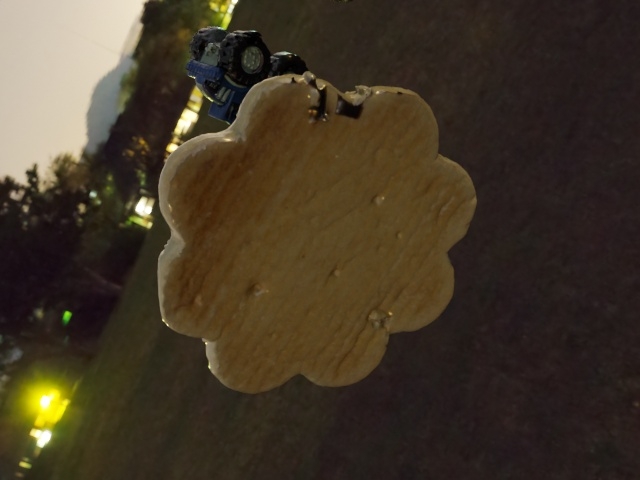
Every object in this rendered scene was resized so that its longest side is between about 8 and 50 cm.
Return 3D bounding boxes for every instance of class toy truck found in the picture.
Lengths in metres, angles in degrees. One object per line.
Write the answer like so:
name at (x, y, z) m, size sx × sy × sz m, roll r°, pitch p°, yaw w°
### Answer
toy truck at (-0.088, -0.215, 1.053) m, size 0.113 × 0.208 × 0.126 m, roll 25°, pitch 96°, yaw 47°

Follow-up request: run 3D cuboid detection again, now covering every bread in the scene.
bread at (0.000, 0.000, 0.652) m, size 0.316 × 0.316 × 0.054 m, roll -62°, pitch 33°, yaw 12°

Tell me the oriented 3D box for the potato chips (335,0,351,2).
potato chips at (0.084, -0.572, 1.166) m, size 0.389 × 0.097 × 0.373 m, roll 23°, pitch 118°, yaw 49°
